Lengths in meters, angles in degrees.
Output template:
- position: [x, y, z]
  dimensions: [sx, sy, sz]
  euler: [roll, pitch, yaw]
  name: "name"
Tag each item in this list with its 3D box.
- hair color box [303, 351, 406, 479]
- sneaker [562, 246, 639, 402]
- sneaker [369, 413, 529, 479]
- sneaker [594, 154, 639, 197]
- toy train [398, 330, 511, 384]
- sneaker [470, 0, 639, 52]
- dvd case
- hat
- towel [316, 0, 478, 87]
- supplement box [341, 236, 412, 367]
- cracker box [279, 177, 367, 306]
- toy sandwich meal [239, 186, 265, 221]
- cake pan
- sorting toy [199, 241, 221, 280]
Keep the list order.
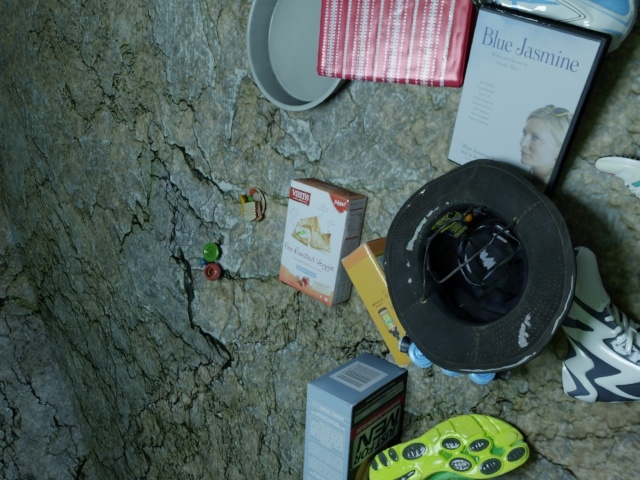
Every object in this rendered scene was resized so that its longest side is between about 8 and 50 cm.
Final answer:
- position: [0.065, 0.439, 1.046]
  dimensions: [0.114, 0.185, 0.374]
  euler: [16, 110, 39]
  name: "hair color box"
- position: [0.419, 0.124, 0.721]
  dimensions: [0.153, 0.094, 0.234]
  euler: [2, 101, 40]
  name: "sneaker"
- position: [0.231, 0.394, 0.950]
  dimensions: [0.296, 0.123, 0.109]
  euler: [-27, 56, 25]
  name: "sneaker"
- position: [0.437, -0.063, 0.686]
  dimensions: [0.161, 0.057, 0.075]
  euler: [25, 110, 33]
  name: "sneaker"
- position: [0.226, 0.172, 0.868]
  dimensions: [0.184, 0.080, 0.105]
  euler: [13, 76, 18]
  name: "toy train"
- position: [0.318, -0.328, 0.729]
  dimensions: [0.237, 0.085, 0.086]
  euler: [34, 96, 34]
  name: "sneaker"
- position: [0.288, -0.194, 0.762]
  dimensions: [0.180, 0.022, 0.253]
  euler: [34, 139, 32]
  name: "dvd case"
- position: [0.255, 0.048, 0.815]
  dimensions: [0.331, 0.134, 0.331]
  euler: [-19, 63, 42]
  name: "hat"
- position: [0.125, -0.368, 0.878]
  dimensions: [0.275, 0.031, 0.198]
  euler: [13, 109, 25]
  name: "towel"
- position: [0.137, 0.113, 0.984]
  dimensions: [0.078, 0.080, 0.233]
  euler: [-39, 71, 41]
  name: "supplement box"
- position: [0.000, 0.000, 1.088]
  dimensions: [0.156, 0.067, 0.232]
  euler: [23, 114, 36]
  name: "cracker box"
- position: [-0.165, -0.085, 1.243]
  dimensions: [0.086, 0.029, 0.085]
  euler: [11, 107, 40]
  name: "toy sandwich meal"
- position: [-0.033, -0.407, 1.036]
  dimensions: [0.293, 0.054, 0.293]
  euler: [11, 107, 40]
  name: "cake pan"
- position: [-0.285, 0.056, 1.382]
  dimensions: [0.061, 0.042, 0.101]
  euler: [1, 88, 27]
  name: "sorting toy"
